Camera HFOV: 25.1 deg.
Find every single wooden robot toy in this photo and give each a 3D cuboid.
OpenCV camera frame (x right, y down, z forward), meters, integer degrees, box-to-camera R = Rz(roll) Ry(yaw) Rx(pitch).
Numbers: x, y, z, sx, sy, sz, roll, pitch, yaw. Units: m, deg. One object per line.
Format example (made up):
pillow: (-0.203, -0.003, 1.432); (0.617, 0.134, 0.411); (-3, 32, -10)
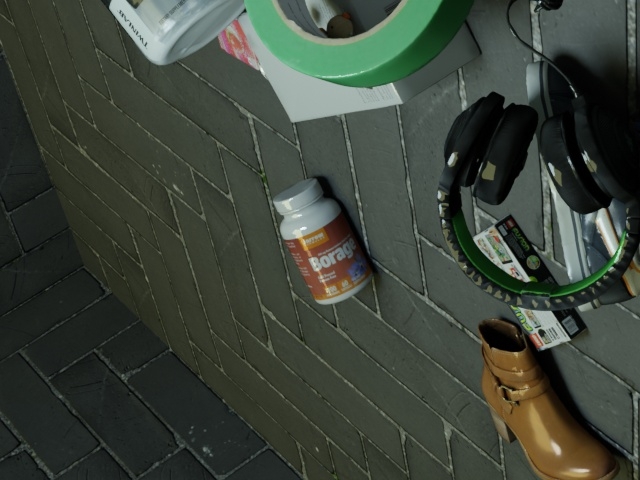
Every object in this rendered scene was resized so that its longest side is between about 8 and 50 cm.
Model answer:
wooden robot toy: (0.021, -0.270, 1.921); (0.173, 0.076, 0.079); (39, 115, 37)

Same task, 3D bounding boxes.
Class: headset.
headset: (0.270, -0.116, 1.716); (0.243, 0.185, 0.394); (5, 112, 20)

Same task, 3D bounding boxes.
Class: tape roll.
tape roll: (0.049, -0.357, 1.819); (0.321, 0.321, 0.077); (45, -162, 27)

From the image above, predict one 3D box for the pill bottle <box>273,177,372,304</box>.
pill bottle: (0.000, 0.000, 2.647); (0.121, 0.121, 0.216); (7, 127, 63)

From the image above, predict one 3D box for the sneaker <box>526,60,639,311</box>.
sneaker: (0.349, -0.080, 1.806); (0.126, 0.127, 0.321); (-4, -100, -73)

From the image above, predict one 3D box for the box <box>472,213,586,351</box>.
box: (0.311, 0.067, 2.190); (0.207, 0.036, 0.114); (56, 159, 1)

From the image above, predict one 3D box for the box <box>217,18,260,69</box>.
box: (-0.111, -0.420, 2.287); (0.122, 0.128, 0.257); (34, 150, 45)

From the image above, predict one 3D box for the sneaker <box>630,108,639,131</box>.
sneaker: (0.442, -0.119, 1.609); (0.087, 0.083, 0.221); (56, 169, -18)

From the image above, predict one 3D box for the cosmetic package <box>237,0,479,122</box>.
cosmetic package: (0.043, -0.298, 2.090); (0.197, 0.155, 0.365); (62, 159, -15)

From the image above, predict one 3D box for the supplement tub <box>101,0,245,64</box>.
supplement tub: (-0.265, -0.444, 2.113); (0.338, 0.207, 0.207); (51, 158, 3)

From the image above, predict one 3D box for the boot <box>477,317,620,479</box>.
boot: (0.357, 0.255, 2.296); (0.283, 0.109, 0.220); (39, 149, 54)
